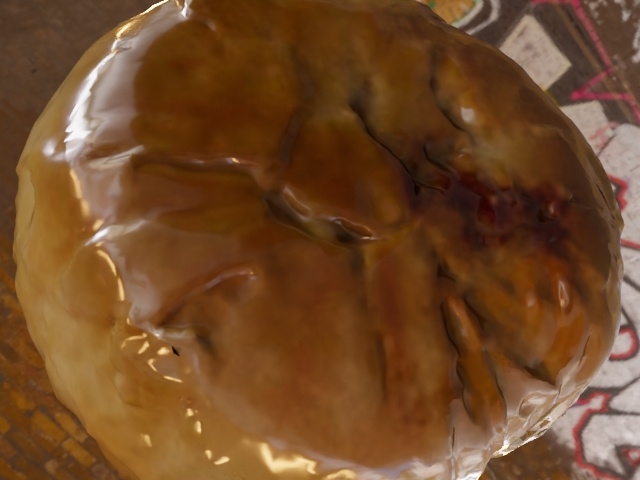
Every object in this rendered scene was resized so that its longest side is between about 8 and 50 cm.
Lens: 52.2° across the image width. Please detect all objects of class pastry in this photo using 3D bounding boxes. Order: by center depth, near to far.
[{"bbox_3d":[0.000,0.000,0.467,0.410,0.245,0.409,6,-120,-10],"label":"pastry"}]
